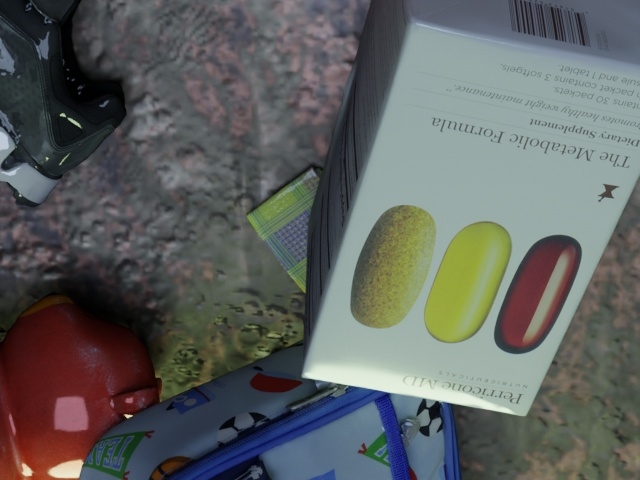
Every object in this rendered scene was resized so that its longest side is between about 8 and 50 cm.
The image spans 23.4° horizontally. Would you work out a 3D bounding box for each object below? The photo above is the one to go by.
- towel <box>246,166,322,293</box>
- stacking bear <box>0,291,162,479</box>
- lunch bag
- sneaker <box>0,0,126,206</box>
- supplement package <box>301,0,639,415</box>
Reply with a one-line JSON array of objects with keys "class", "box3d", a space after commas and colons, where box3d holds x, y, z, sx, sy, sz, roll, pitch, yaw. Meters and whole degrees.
[{"class": "towel", "box3d": [0.000, 0.000, 0.962, 0.060, 0.009, 0.083, -36, 105, 18]}, {"class": "stacking bear", "box3d": [-0.241, 0.115, 0.952, 0.289, 0.175, 0.164, -13, 83, -3]}, {"class": "lunch bag", "box3d": [-0.009, 0.210, 0.954, 0.243, 0.115, 0.303, -21, 116, -26]}, {"class": "sneaker", "box3d": [-0.195, -0.136, 0.887, 0.106, 0.078, 0.234, -31, 111, 13]}, {"class": "supplement package", "box3d": [0.081, -0.042, 0.829, 0.139, 0.134, 0.244, 10, 131, -7]}]
